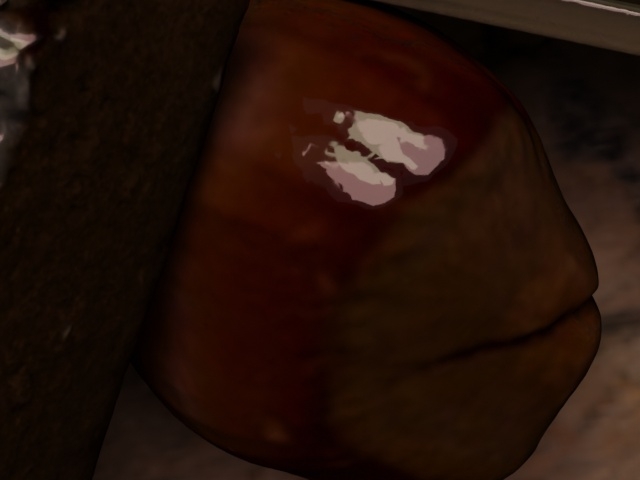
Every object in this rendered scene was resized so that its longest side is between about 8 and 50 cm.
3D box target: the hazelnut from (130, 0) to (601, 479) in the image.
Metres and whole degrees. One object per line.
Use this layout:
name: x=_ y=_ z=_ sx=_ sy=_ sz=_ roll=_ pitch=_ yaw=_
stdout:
hazelnut: x=0.002 y=-0.002 z=0.621 sx=0.181 sy=0.212 sz=0.181 roll=-16 pitch=37 yaw=-13

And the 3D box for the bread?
bread: x=-0.162 y=0.068 z=0.563 sx=0.165 sy=0.113 sz=0.416 roll=31 pitch=109 yaw=39

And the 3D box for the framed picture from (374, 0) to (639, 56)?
framed picture: x=0.135 y=-0.100 z=0.637 sx=0.290 sy=0.211 sz=0.020 roll=12 pitch=109 yaw=7
